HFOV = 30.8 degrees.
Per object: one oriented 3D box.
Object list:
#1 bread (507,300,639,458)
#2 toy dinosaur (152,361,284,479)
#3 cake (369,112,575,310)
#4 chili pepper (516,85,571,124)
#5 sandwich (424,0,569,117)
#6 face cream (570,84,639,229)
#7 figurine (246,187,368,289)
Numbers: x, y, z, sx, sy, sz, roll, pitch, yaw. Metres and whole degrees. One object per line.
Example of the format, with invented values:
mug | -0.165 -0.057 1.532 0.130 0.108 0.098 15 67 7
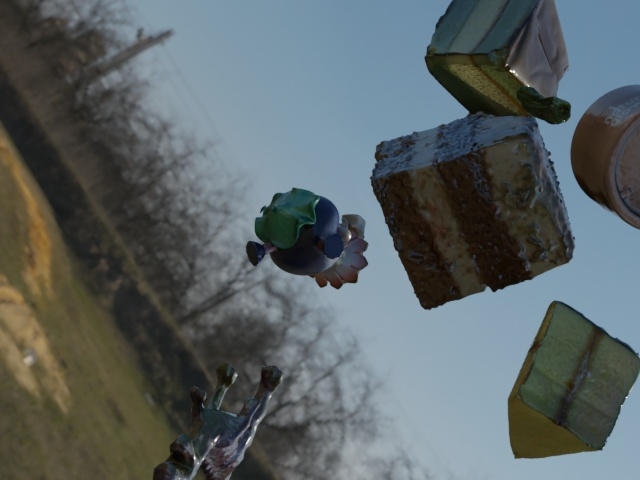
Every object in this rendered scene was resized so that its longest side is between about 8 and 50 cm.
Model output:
bread | 0.317 0.216 1.714 0.163 0.167 0.264 34 -25 -11
toy dinosaur | -0.113 0.220 1.168 0.072 0.200 0.251 24 -31 5
cake | 0.256 -0.067 1.956 0.282 0.290 0.255 -71 139 -67
chili pepper | 0.268 -0.159 1.384 0.034 0.030 0.091 41 -2 -35
sandwich | 0.278 -0.266 1.806 0.155 0.227 0.198 3 -49 32
face cream | 0.363 -0.092 1.283 0.149 0.149 0.104 63 -1 -19
figurine | 0.000 0.000 1.347 0.195 0.111 0.102 31 50 -59
